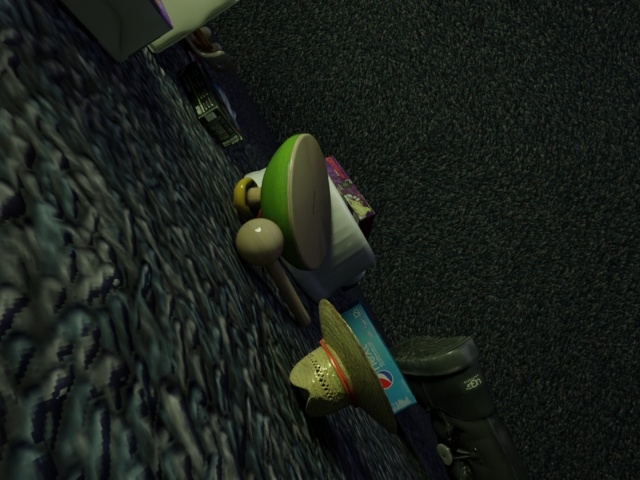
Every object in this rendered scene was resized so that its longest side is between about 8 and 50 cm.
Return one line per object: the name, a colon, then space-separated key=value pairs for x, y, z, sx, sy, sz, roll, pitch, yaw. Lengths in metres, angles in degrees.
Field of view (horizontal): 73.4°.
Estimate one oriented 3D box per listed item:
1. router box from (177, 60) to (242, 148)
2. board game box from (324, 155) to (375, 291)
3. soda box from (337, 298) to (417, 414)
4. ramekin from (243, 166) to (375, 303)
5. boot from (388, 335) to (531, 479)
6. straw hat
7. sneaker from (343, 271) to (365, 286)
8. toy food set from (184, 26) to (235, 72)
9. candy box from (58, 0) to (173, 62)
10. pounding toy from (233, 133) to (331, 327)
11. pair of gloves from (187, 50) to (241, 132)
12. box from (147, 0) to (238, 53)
router box: x=-0.188 y=-0.230 z=0.732 sx=0.123 sy=0.038 sz=0.092 roll=62 pitch=5 yaw=26
board game box: x=0.049 y=-0.031 z=1.151 sx=0.208 sy=0.056 sz=0.347 roll=54 pitch=-23 yaw=27
soda box: x=0.099 y=0.222 z=0.819 sx=0.210 sy=0.067 sz=0.071 roll=61 pitch=4 yaw=0
ramekin: x=-0.013 y=-0.034 z=0.803 sx=0.277 sy=0.135 sz=0.277 roll=59 pitch=4 yaw=-6
boot: x=0.283 y=0.436 z=0.902 sx=0.446 sy=0.146 sz=0.367 roll=66 pitch=-15 yaw=6
straw hat: x=0.006 y=0.128 z=0.394 sx=0.145 sy=0.061 sz=0.145 roll=59 pitch=-14 yaw=24
sneaker: x=0.000 y=0.000 z=1.034 sx=0.123 sy=0.106 sz=0.290 roll=53 pitch=-4 yaw=-40
toy food set: x=-0.315 y=-0.559 z=1.031 sx=0.306 sy=0.092 sz=0.220 roll=55 pitch=4 yaw=-14
candy box: x=-0.236 y=-0.298 z=0.401 sx=0.196 sy=0.070 sz=0.165 roll=63 pitch=5 yaw=29
pounding toy: x=-0.064 y=-0.029 z=0.574 sx=0.183 sy=0.110 sz=0.237 roll=71 pitch=24 yaw=-46
pair of gloves: x=-0.239 y=-0.339 z=0.998 sx=0.159 sy=0.023 sz=0.198 roll=62 pitch=5 yaw=24
box: x=-0.227 y=-0.399 z=0.673 sx=0.127 sy=0.148 sz=0.232 roll=57 pitch=4 yaw=-30
